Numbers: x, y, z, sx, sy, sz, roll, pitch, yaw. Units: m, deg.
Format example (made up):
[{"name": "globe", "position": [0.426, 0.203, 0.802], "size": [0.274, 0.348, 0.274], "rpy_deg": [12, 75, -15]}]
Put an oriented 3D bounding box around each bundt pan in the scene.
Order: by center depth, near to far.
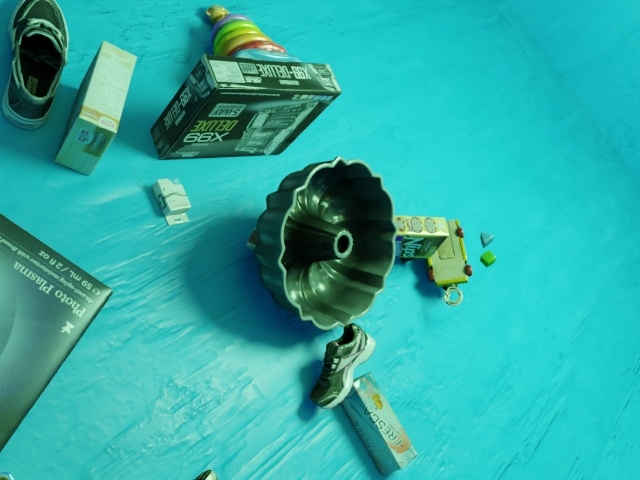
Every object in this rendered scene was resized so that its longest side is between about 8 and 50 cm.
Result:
[{"name": "bundt pan", "position": [0.000, 0.000, 1.327], "size": [0.331, 0.124, 0.330], "rpy_deg": [-11, 105, -45]}]

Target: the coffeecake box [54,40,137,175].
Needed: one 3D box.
[{"name": "coffeecake box", "position": [-0.397, -0.233, 1.214], "size": [0.068, 0.142, 0.185], "rpy_deg": [22, 52, -26]}]

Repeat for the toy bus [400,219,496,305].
[{"name": "toy bus", "position": [0.299, 0.052, 1.624], "size": [0.191, 0.104, 0.202], "rpy_deg": [35, 73, 24]}]

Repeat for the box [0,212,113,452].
[{"name": "box", "position": [-0.489, 0.118, 0.892], "size": [0.296, 0.183, 0.294], "rpy_deg": [37, 47, -14]}]

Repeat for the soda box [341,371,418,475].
[{"name": "soda box", "position": [0.106, 0.349, 1.307], "size": [0.058, 0.063, 0.183], "rpy_deg": [-24, 80, -45]}]

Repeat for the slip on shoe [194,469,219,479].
[{"name": "slip on shoe", "position": [-0.200, 0.406, 1.038], "size": [0.041, 0.051, 0.135], "rpy_deg": [60, 37, -8]}]

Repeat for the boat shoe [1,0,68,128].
[{"name": "boat shoe", "position": [-0.504, -0.346, 1.228], "size": [0.108, 0.102, 0.301], "rpy_deg": [17, 54, -30]}]

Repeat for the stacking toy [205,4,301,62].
[{"name": "stacking toy", "position": [-0.183, -0.436, 1.536], "size": [0.175, 0.165, 0.301], "rpy_deg": [-3, 51, -36]}]

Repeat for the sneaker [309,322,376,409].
[{"name": "sneaker", "position": [0.028, 0.228, 1.287], "size": [0.077, 0.072, 0.178], "rpy_deg": [55, 53, -29]}]

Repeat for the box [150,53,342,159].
[{"name": "box", "position": [-0.147, -0.257, 1.362], "size": [0.307, 0.242, 0.076], "rpy_deg": [-9, 69, -43]}]

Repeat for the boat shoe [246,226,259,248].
[{"name": "boat shoe", "position": [-0.088, 0.020, 1.374], "size": [0.137, 0.049, 0.043], "rpy_deg": [32, 84, -37]}]

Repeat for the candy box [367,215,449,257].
[{"name": "candy box", "position": [0.175, -0.007, 1.518], "size": [0.187, 0.109, 0.053], "rpy_deg": [0, 61, -16]}]

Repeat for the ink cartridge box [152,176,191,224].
[{"name": "ink cartridge box", "position": [-0.277, -0.075, 1.292], "size": [0.048, 0.028, 0.083], "rpy_deg": [-15, 74, -43]}]

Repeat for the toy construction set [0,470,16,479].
[{"name": "toy construction set", "position": [-0.288, 0.416, 0.899], "size": [0.328, 0.151, 0.215], "rpy_deg": [10, 57, -22]}]
